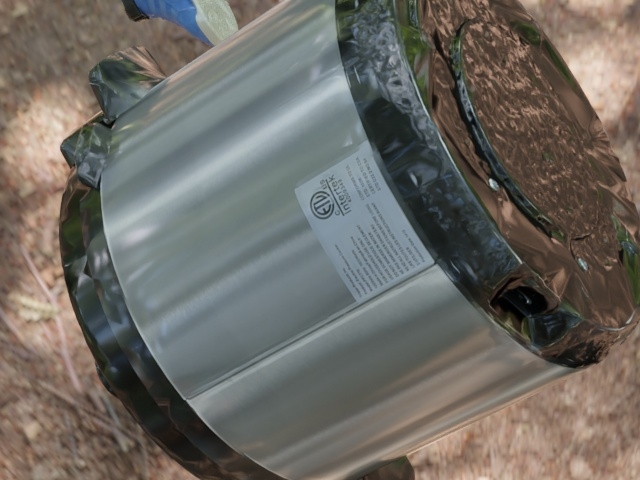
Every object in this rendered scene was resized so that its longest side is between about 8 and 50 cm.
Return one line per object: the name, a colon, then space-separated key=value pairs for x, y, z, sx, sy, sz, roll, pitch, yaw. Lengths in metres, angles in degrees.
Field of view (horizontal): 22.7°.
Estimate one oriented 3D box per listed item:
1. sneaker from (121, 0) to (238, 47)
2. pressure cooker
sneaker: x=-0.162 y=-0.254 z=1.731 sx=0.085 sy=0.152 sz=0.058 roll=-26 pitch=30 yaw=37
pressure cooker: x=-0.003 y=0.000 z=1.273 sx=0.420 sy=0.375 sz=0.370 roll=-31 pitch=51 yaw=28
